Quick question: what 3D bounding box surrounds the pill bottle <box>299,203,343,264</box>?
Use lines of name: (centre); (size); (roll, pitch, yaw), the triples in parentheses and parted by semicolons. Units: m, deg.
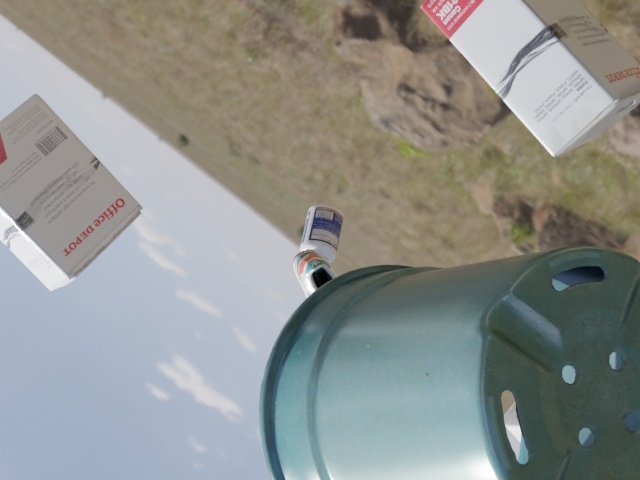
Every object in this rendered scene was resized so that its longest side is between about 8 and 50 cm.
pill bottle: (0.000, 0.000, 1.727); (0.067, 0.120, 0.067); (9, 151, 5)

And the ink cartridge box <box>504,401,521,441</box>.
ink cartridge box: (0.377, 0.279, 1.527); (0.067, 0.115, 0.198); (48, 160, -7)

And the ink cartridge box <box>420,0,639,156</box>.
ink cartridge box: (0.294, -0.256, 1.273); (0.273, 0.114, 0.197); (51, -146, 12)

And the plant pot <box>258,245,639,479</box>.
plant pot: (0.160, 0.158, 0.907); (0.341, 0.341, 0.334); (38, 154, -13)

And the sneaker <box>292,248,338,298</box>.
sneaker: (0.014, 0.090, 1.462); (0.161, 0.057, 0.075); (63, 169, -21)

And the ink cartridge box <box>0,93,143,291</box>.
ink cartridge box: (-0.377, -0.063, 1.315); (0.218, 0.158, 0.092); (48, 145, -11)
